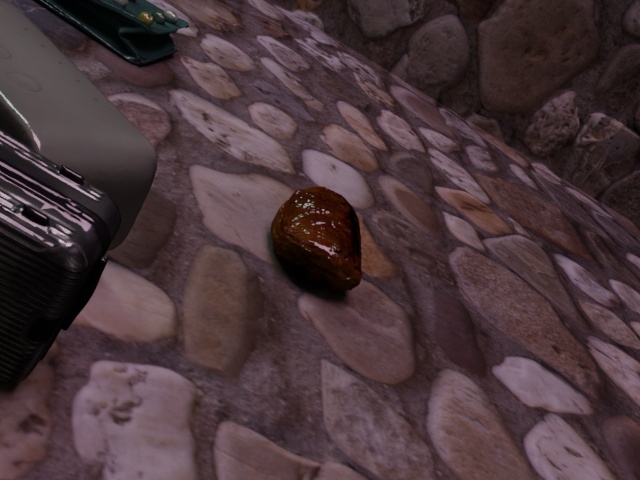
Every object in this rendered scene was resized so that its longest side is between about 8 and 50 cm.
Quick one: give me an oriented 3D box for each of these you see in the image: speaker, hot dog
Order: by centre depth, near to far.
[{"bbox_3d":[-0.382,-0.147,1.128,0.406,0.183,0.184,44,29,27],"label":"speaker"},{"bbox_3d":[0.003,-0.001,1.529,0.160,0.099,0.227,30,22,-11],"label":"hot dog"}]

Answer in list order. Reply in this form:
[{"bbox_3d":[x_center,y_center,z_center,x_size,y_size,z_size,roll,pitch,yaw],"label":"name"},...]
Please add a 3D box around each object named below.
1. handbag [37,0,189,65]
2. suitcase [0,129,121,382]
[{"bbox_3d":[-0.424,-0.486,1.975,0.274,0.100,0.269,35,21,1],"label":"handbag"},{"bbox_3d":[-0.354,-0.016,0.873,0.312,0.202,0.128,32,30,-8],"label":"suitcase"}]
